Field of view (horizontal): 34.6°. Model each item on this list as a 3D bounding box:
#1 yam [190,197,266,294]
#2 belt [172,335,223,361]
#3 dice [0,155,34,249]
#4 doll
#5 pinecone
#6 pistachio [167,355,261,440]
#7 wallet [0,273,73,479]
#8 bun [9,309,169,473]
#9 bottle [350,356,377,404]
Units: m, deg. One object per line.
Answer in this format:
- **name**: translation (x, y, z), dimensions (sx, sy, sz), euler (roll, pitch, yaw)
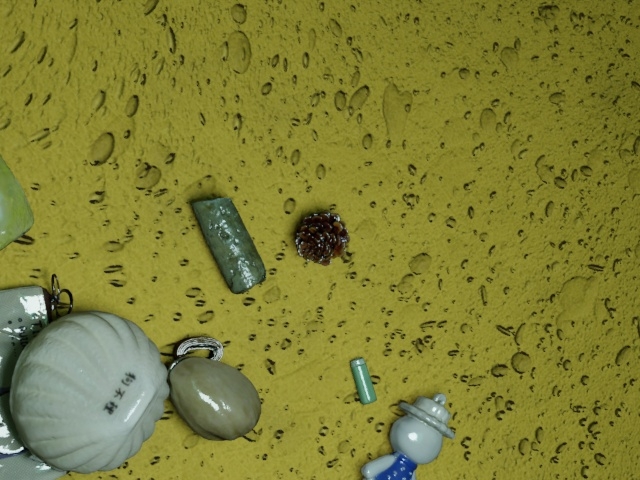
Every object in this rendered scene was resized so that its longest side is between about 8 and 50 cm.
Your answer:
- **yam**: translation (-0.156, 0.004, 1.782), dimensions (0.078, 0.078, 0.179), euler (-26, 91, -23)
- **belt**: translation (-0.209, 0.194, 1.761), dimensions (0.083, 0.036, 0.059), euler (-2, 87, -22)
- **dice**: translation (-0.587, -0.048, 1.528), dimensions (0.238, 0.227, 0.233), euler (-39, 102, -22)
- **doll**: translation (0.147, 0.402, 1.852), dimensions (0.138, 0.119, 0.293), euler (36, 78, -24)
- **pinecone**: translation (-0.004, 0.000, 1.833), dimensions (0.109, 0.102, 0.102), euler (-30, 97, -52)
- **pistachio**: translation (-0.180, 0.266, 1.722), dimensions (0.185, 0.108, 0.126), euler (36, 80, -22)
- **wallet**: translation (-0.518, 0.231, 1.612), dimensions (0.274, 0.068, 0.335), euler (-5, 88, -25)
- **bun**: translation (-0.330, 0.242, 1.596), dimensions (0.263, 0.175, 0.263), euler (-1, 92, -44)
- **bottle**: translation (0.078, 0.256, 1.876), dimensions (0.030, 0.030, 0.083), euler (-17, 91, -23)
